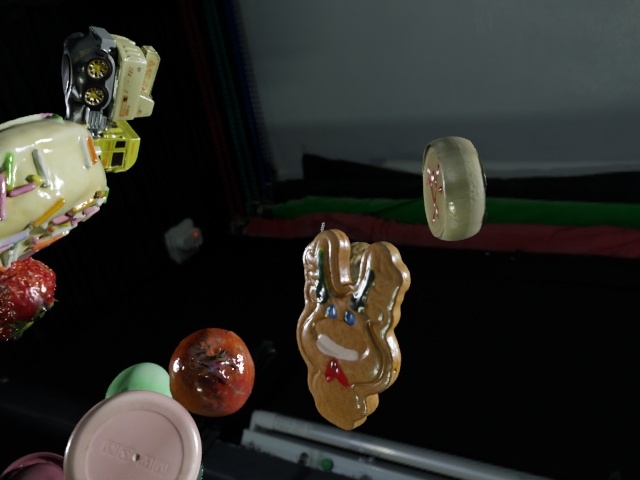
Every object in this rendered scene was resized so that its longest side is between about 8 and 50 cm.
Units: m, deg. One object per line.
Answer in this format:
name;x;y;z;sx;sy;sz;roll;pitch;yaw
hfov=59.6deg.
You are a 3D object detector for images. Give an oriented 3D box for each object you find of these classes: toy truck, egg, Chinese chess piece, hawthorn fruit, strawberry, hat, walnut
toy truck;-0.606;-0.387;1.593;0.254;0.405;0.180;-6;-140;-39
egg;-0.636;0.553;1.972;0.220;0.220;0.270;-2;-152;18
Chinese chess piece;0.315;-0.123;1.338;0.103;0.250;0.250;-7;-156;-1
hawthorn fruit;-0.325;0.383;1.694;0.276;0.307;0.276;6;-122;-10
strawberry;-0.927;0.138;1.645;0.257;0.277;0.257;-37;-166;11
hat;-0.714;0.638;1.418;0.205;0.205;0.089;-34;172;-42
walnut;0.111;0.104;1.644;0.213;0.213;0.213;-9;-156;4

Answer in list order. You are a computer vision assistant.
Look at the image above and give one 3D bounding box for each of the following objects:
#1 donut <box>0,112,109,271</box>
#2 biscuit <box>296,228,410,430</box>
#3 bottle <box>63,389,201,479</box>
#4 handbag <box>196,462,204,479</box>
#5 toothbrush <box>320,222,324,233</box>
donut;-0.466;-0.056;0.836;0.307;0.150;0.371;-38;-170;-31
biscuit;0.040;0.150;0.898;0.202;0.334;0.047;19;-157;38
bottle;-0.285;0.338;0.836;0.173;0.206;0.297;-7;165;-25
handbag;-0.448;0.750;1.663;0.079;0.260;0.247;-9;-134;15
toothbrush;0.000;0.000;2.008;0.011;0.131;0.013;11;180;-23
